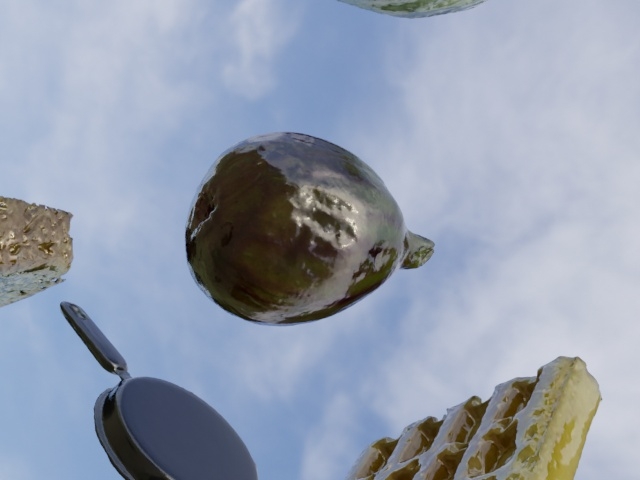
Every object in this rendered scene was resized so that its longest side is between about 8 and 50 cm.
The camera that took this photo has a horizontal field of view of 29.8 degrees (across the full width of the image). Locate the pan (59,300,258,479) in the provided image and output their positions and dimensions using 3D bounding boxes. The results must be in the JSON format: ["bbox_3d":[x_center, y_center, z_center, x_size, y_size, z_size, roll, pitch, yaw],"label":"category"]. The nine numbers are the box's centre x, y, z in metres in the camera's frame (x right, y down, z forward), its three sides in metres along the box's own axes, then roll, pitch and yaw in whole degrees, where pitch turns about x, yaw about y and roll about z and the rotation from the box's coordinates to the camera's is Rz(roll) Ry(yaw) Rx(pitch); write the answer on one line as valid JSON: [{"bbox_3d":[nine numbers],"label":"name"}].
[{"bbox_3d":[-0.125,0.114,0.863,0.028,0.136,0.235,-52,-124,14],"label":"pan"}]

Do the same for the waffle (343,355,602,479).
[{"bbox_3d":[0.091,0.205,0.933,0.248,0.221,0.055,-31,-78,38],"label":"waffle"}]

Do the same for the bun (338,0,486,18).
[{"bbox_3d":[0.067,-0.275,1.000,0.221,0.221,0.108,54,-34,29],"label":"bun"}]

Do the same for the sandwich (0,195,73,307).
[{"bbox_3d":[-0.366,0.020,1.039,0.226,0.251,0.087,-12,-100,21],"label":"sandwich"}]

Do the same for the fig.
[{"bbox_3d":[0.000,0.000,0.687,0.103,0.154,0.109,34,-75,61],"label":"fig"}]
